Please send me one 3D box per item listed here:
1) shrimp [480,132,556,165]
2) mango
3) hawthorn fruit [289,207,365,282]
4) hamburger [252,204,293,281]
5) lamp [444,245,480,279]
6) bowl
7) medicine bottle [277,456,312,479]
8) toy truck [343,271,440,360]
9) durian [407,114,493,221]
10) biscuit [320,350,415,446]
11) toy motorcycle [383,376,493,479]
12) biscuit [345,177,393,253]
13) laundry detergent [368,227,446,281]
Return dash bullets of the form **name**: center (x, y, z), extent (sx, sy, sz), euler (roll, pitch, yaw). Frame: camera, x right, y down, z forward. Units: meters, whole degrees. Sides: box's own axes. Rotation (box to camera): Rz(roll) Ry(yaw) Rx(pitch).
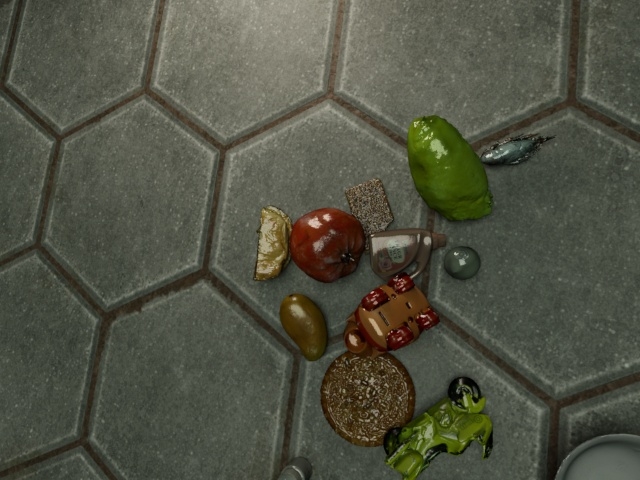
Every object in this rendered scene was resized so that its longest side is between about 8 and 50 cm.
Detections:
- **shrimp**: center (0.610, -0.280, 1.344), extent (0.233, 0.079, 0.090), euler (-17, 113, 9)
- **mango**: center (-0.049, 0.277, 1.415), extent (0.136, 0.099, 0.227), euler (-26, 84, 5)
- **hawthorn fruit**: center (0.000, 0.000, 1.391), extent (0.272, 0.242, 0.242), euler (32, 90, 39)
- **hamburger**: center (-0.157, 0.010, 1.482), extent (0.131, 0.124, 0.262), euler (7, 87, -3)
- **lamp**: center (0.427, 0.067, 1.318), extent (0.105, 0.105, 0.105), euler (-2, 81, 14)
- **bowl**: center (0.758, 0.649, 1.109), extent (0.346, 0.157, 0.345), euler (-2, 81, 14)
- **medicine bottle**: center (-0.080, 0.720, 1.332), extent (0.080, 0.130, 0.080), euler (-2, 81, 15)
- **toy truck**: center (0.196, 0.245, 1.325), extent (0.265, 0.239, 0.189), euler (-22, 70, -33)
- **durian**: center (0.368, -0.218, 1.310), extent (0.204, 0.340, 0.255), euler (-28, 50, 29)
- **biscuit**: center (0.142, 0.484, 1.359), extent (0.305, 0.038, 0.305), euler (-2, 81, 14)
- **toy motorcycle**: center (0.349, 0.562, 1.246), extent (0.342, 0.142, 0.206), euler (-38, 54, 3)
- **biscuit**: center (0.172, -0.082, 1.449), extent (0.131, 0.026, 0.236), euler (-20, 76, 13)
- **laundry detergent**: center (0.273, 0.048, 1.378), extent (0.237, 0.076, 0.171), euler (-4, 95, 4)
